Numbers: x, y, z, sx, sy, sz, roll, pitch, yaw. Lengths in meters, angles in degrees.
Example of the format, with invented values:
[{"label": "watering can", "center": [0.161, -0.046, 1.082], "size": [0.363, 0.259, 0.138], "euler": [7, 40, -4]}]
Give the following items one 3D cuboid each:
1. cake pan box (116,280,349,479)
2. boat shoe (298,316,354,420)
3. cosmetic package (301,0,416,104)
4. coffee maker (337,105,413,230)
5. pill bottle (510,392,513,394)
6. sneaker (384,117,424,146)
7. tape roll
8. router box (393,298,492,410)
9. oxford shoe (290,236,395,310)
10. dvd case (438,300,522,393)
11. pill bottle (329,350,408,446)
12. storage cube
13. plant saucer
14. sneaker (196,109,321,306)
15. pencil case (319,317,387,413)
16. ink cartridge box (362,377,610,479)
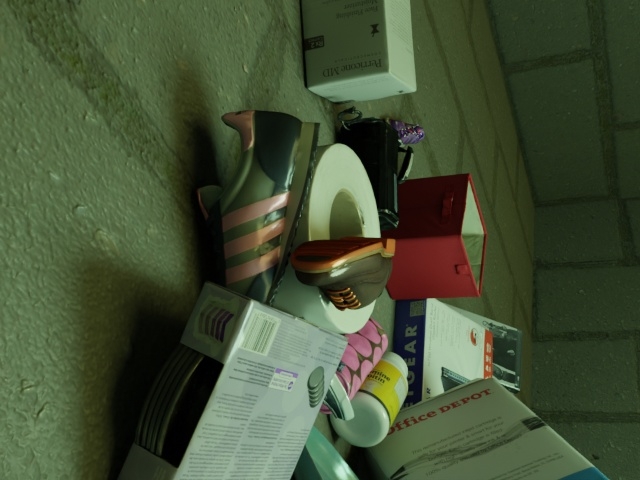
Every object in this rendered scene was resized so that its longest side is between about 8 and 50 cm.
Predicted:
[{"label": "cake pan box", "center": [-0.087, 0.191, 0.780], "size": [0.267, 0.070, 0.246], "euler": [32, 78, -61]}, {"label": "boat shoe", "center": [-0.022, 0.195, 0.993], "size": [0.183, 0.083, 0.065], "euler": [63, -7, -25]}, {"label": "cosmetic package", "center": [0.067, -0.346, 1.219], "size": [0.151, 0.151, 0.184], "euler": [3, 82, -66]}, {"label": "coffee maker", "center": [0.078, -0.119, 1.279], "size": [0.171, 0.120, 0.178], "euler": [18, 67, -40]}, {"label": "pill bottle", "center": [0.409, 0.383, 1.833], "size": [0.318, 0.176, 0.176], "euler": [-71, 147, -43]}, {"label": "sneaker", "center": [0.188, -0.242, 1.574], "size": [0.170, 0.071, 0.068], "euler": [-22, 106, -65]}, {"label": "tape roll", "center": [0.000, 0.000, 1.071], "size": [0.286, 0.100, 0.286], "euler": [-5, 90, -66]}, {"label": "router box", "center": [0.272, 0.326, 1.554], "size": [0.301, 0.082, 0.336], "euler": [30, 58, -43]}, {"label": "oxford shoe", "center": [0.040, 0.047, 0.920], "size": [0.271, 0.096, 0.098], "euler": [-4, 96, -66]}, {"label": "dvd case", "center": [0.391, 0.266, 1.780], "size": [0.029, 0.238, 0.179], "euler": [114, -6, -51]}, {"label": "pill bottle", "center": [0.092, 0.266, 1.228], "size": [0.184, 0.103, 0.103], "euler": [-42, 124, -61]}, {"label": "storage cube", "center": [0.227, -0.003, 1.470], "size": [0.215, 0.193, 0.184], "euler": [64, 32, -42]}, {"label": "plant saucer", "center": [0.048, 0.393, 0.991], "size": [0.318, 0.043, 0.317], "euler": [53, -1, 2]}, {"label": "sneaker", "center": [-0.098, -0.005, 0.873], "size": [0.112, 0.131, 0.319], "euler": [-174, -80, -86]}, {"label": "pencil case", "center": [0.039, 0.189, 1.148], "size": [0.098, 0.095, 0.209], "euler": [46, 25, 4]}, {"label": "ink cartridge box", "center": [0.270, 0.421, 1.169], "size": [0.395, 0.285, 0.166], "euler": [-135, -151, -67]}]
